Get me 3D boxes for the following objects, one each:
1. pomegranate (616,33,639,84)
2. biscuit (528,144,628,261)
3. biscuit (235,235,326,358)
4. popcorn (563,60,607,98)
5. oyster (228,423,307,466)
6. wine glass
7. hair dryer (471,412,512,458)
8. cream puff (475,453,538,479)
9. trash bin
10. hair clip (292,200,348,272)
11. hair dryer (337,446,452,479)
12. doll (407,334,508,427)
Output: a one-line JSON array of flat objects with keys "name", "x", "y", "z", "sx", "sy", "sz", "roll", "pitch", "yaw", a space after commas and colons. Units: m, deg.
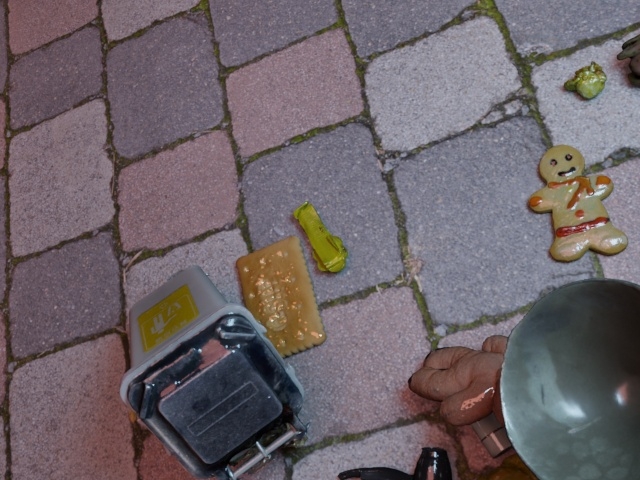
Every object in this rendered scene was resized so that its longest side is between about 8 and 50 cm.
[{"name": "pomegranate", "x": 0.688, "y": -0.362, "z": 1.175, "sx": 0.340, "sy": 0.285, "sz": 0.285, "roll": -10, "pitch": 65, "yaw": 43}, {"name": "biscuit", "x": 0.469, "y": -0.074, "z": 1.269, "sx": 0.153, "sy": 0.030, "sz": 0.235, "roll": -12, "pitch": 67, "yaw": 15}, {"name": "biscuit", "x": -0.087, "y": 0.120, "z": 1.419, "sx": 0.160, "sy": 0.030, "sz": 0.250, "roll": -21, "pitch": 64, "yaw": 13}, {"name": "popcorn", "x": 0.514, "y": -0.308, "z": 1.324, "sx": 0.083, "sy": 0.059, "sz": 0.068, "roll": -2, "pitch": 70, "yaw": 31}, {"name": "oyster", "x": -0.148, "y": 0.337, "z": 1.335, "sx": 0.214, "sy": 0.083, "sz": 0.223, "roll": -21, "pitch": 48, "yaw": 5}, {"name": "wine glass", "x": 0.454, "y": 0.212, "z": 0.929, "sx": 0.267, "sy": 0.406, "sz": 0.267, "roll": -14, "pitch": 69, "yaw": 41}, {"name": "hair dryer", "x": 0.332, "y": 0.305, "z": 1.174, "sx": 0.137, "sy": 0.047, "sz": 0.082, "roll": -32, "pitch": 61, "yaw": 2}, {"name": "cream puff", "x": 0.325, "y": 0.401, "z": 1.090, "sx": 0.156, "sy": 0.156, "sz": 0.121, "roll": -14, "pitch": 98, "yaw": 17}, {"name": "trash bin", "x": -0.209, "y": 0.229, "z": 1.258, "sx": 0.255, "sy": 0.296, "sz": 0.367, "roll": -37, "pitch": 28, "yaw": -7}, {"name": "hair clip", "x": 0.000, "y": 0.000, "z": 1.420, "sx": 0.072, "sy": 0.046, "sz": 0.173, "roll": -40, "pitch": 60, "yaw": 7}, {"name": "hair dryer", "x": 0.124, "y": 0.451, "z": 1.202, "sx": 0.219, "sy": 0.075, "sz": 0.196, "roll": 2, "pitch": 80, "yaw": 33}, {"name": "doll", "x": 0.292, "y": 0.251, "z": 1.134, "sx": 0.303, "sy": 0.156, "sz": 0.201, "roll": -8, "pitch": 34, "yaw": 52}]
